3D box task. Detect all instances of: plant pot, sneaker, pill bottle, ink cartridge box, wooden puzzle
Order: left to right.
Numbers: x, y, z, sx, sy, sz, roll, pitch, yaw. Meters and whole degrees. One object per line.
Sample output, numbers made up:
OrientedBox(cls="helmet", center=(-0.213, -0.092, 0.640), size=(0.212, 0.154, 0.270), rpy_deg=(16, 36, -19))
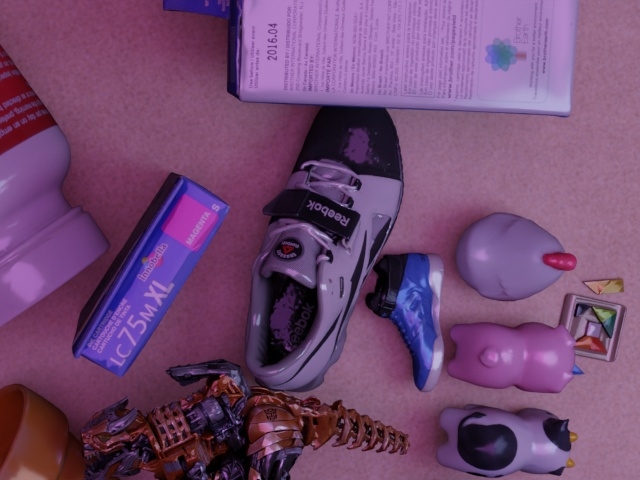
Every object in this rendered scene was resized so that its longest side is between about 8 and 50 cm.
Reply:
OrientedBox(cls="pill bottle", center=(-0.391, -0.109, 1.230), size=(0.229, 0.229, 0.407), rpy_deg=(-36, 97, -5))
OrientedBox(cls="plant pot", center=(-0.283, 0.279, 1.290), size=(0.188, 0.205, 0.205), rpy_deg=(38, 87, -24))
OrientedBox(cls="ink cartridge box", center=(-0.165, 0.026, 1.227), size=(0.065, 0.311, 0.185), rpy_deg=(32, 88, -7))
OrientedBox(cls="sneaker", center=(0.000, 0.000, 1.324), size=(0.122, 0.146, 0.330), rpy_deg=(13, 88, 14))
OrientedBox(cls="ink cartridge box", center=(0.048, -0.266, 1.258), size=(0.396, 0.151, 0.270), rpy_deg=(2, 98, -10))
OrientedBox(cls="sneaker", center=(0.088, 0.088, 1.393), size=(0.085, 0.058, 0.152), rpy_deg=(3, 88, -14))
OrientedBox(cls="wooden puzzle", center=(0.307, 0.098, 1.449), size=(0.079, 0.014, 0.116), rpy_deg=(5, 92, -8))

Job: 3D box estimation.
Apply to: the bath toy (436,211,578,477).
OrientedBox(cls="bath toy", center=(0.217, 0.145, 1.381), size=(0.151, 0.129, 0.348), rpy_deg=(1, 92, -48))

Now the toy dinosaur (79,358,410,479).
OrientedBox(cls="toy dinosaur", center=(-0.069, 0.222, 1.260), size=(0.322, 0.164, 0.218), rpy_deg=(1, 100, 1))
